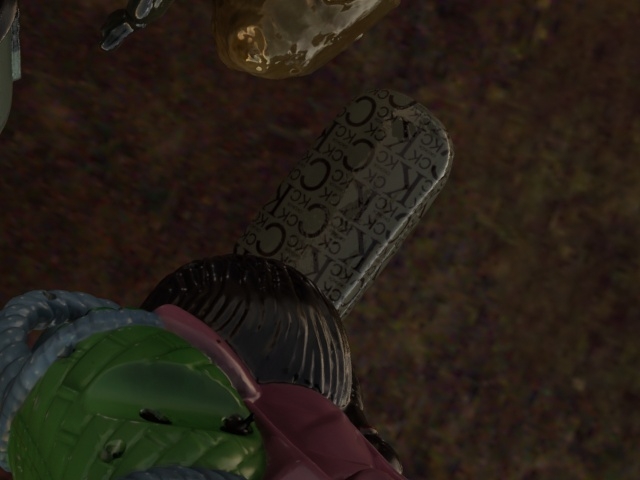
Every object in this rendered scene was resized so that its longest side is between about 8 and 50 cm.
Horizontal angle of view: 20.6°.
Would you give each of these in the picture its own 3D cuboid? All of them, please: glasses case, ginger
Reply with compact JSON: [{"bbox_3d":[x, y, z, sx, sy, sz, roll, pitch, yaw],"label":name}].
[{"bbox_3d":[0.000,0.000,1.845,0.354,0.137,0.085,-52,160,2],"label":"glasses case"},{"bbox_3d":[0.057,-0.173,0.912,0.086,0.294,0.131,57,25,-12],"label":"ginger"}]

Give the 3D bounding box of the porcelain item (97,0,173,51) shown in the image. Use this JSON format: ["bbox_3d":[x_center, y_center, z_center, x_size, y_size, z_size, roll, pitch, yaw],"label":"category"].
[{"bbox_3d":[-0.173,-0.292,1.934,0.215,0.069,0.081,-49,178,19],"label":"porcelain item"}]

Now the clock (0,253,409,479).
[{"bbox_3d":[-0.050,0.081,0.771,0.194,0.195,0.100,14,118,-28],"label":"clock"}]

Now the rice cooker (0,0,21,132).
[{"bbox_3d":[-0.417,-0.200,1.738,0.241,0.280,0.227,-11,145,-16],"label":"rice cooker"}]
